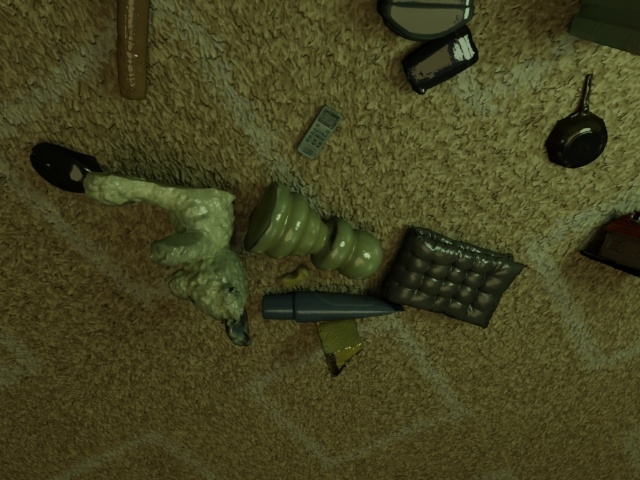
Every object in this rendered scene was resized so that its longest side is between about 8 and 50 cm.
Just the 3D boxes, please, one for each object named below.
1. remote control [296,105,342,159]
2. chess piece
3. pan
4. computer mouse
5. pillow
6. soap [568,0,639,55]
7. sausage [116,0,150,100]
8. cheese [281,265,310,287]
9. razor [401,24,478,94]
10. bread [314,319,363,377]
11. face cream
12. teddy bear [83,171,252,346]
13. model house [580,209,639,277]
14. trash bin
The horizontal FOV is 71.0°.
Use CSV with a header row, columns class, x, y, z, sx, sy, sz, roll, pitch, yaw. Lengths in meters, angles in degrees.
class,x,y,z,sx,sy,sz,roll,pitch,yaw
remote control,-0.003,-0.242,1.013,0.053,0.018,0.124,29,117,-19
chess piece,0.000,0.000,1.087,0.330,0.182,0.182,23,119,-22
pan,0.575,-0.249,1.009,0.128,0.048,0.202,-25,119,14
computer mouse,-0.581,-0.160,1.024,0.172,0.057,0.099,26,115,-16
pillow,0.346,0.105,1.201,0.325,0.101,0.228,14,118,-12
soap,0.578,-0.409,0.731,0.114,0.347,0.208,10,121,-7
sausage,-0.358,-0.421,0.866,0.065,0.066,0.302,12,119,-9
cheese,-0.069,0.098,1.220,0.083,0.030,0.044,-31,125,23
razor,0.243,-0.369,0.919,0.147,0.054,0.090,-28,115,14
bread,0.046,0.297,1.289,0.127,0.147,0.152,-7,130,-12
face cream,0.033,0.181,1.235,0.384,0.135,0.087,-1,95,3
teddy bear,-0.327,0.049,1.011,0.374,0.327,0.363,5,95,-15
model house,0.820,0.028,1.082,0.206,0.294,0.154,16,100,-12
trash bin,0.198,-0.492,0.816,0.176,0.101,0.237,1,120,-1
